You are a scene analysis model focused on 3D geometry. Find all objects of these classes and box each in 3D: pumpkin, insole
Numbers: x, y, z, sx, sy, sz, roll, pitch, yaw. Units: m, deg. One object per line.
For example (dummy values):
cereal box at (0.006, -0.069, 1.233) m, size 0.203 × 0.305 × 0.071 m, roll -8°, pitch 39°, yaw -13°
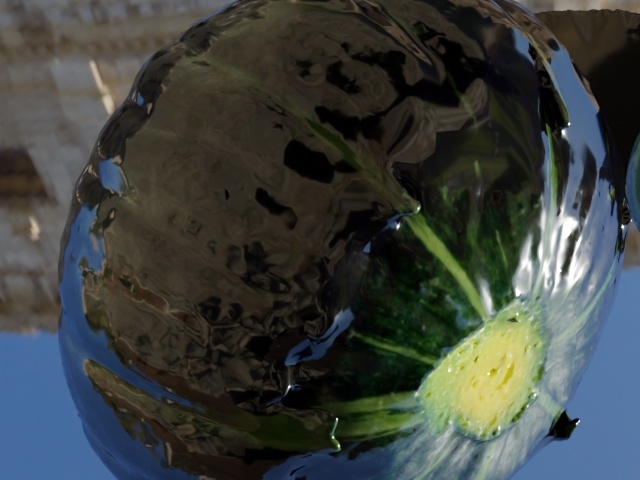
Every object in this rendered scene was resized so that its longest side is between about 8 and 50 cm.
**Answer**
pumpkin at (0.000, 0.000, 0.821) m, size 0.296 × 0.296 × 0.295 m, roll -4°, pitch -124°, yaw 6°
insole at (0.120, -0.094, 1.026) m, size 0.322 × 0.007 × 0.109 m, roll 7°, pitch -100°, yaw 10°

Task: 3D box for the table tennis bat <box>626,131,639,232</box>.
table tennis bat at (0.268, -0.044, 0.961) m, size 0.201 × 0.124 × 0.033 m, roll -3°, pitch -156°, yaw -15°
